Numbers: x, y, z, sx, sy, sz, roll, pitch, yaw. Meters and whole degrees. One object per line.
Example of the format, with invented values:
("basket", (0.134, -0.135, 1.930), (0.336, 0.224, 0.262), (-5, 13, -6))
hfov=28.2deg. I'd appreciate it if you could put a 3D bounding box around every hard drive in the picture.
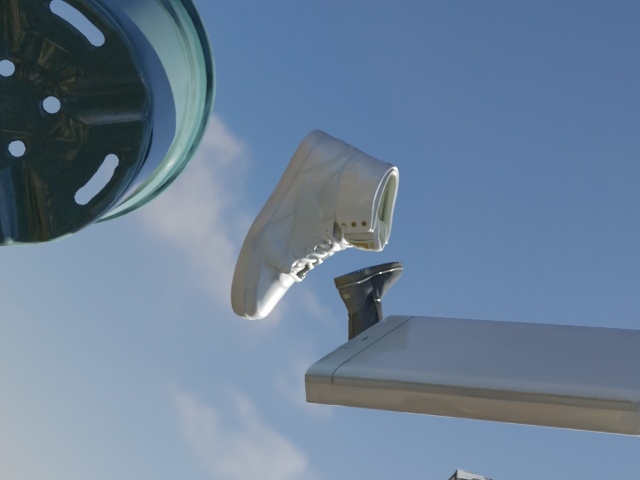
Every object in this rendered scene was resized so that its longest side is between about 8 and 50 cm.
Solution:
("hard drive", (0.192, 0.135, 1.352), (0.353, 0.233, 0.047), (2, -77, 28))

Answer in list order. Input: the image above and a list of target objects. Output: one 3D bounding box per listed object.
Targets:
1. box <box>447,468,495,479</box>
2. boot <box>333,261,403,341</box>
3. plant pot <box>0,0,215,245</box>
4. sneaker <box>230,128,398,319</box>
("box", (0.113, 0.436, 1.440), (0.076, 0.242, 0.307), (20, -42, -10))
("boot", (0.099, 0.150, 2.205), (0.076, 0.189, 0.209), (-16, -90, 42))
("plant pot", (-0.282, -0.148, 1.282), (0.334, 0.341, 0.341), (-101, 167, -77))
("sneaker", (0.000, 0.000, 1.788), (0.169, 0.293, 0.108), (24, -4, 26))
